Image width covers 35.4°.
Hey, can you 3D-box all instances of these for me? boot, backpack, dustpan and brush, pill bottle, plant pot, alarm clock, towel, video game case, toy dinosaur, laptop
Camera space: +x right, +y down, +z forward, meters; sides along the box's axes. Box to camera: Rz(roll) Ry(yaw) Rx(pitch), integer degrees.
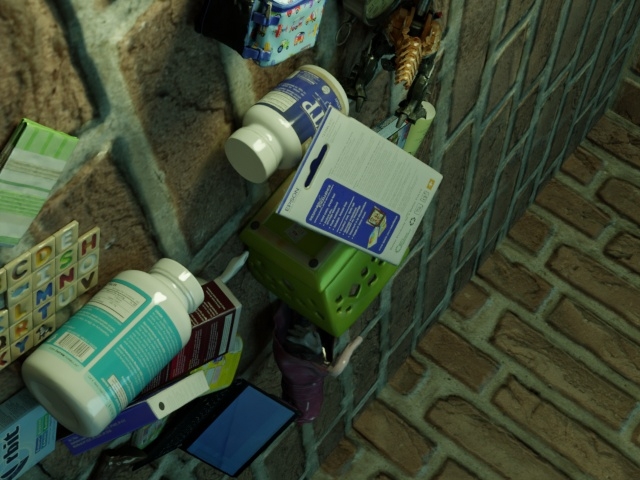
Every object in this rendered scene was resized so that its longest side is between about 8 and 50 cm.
[{"bbox_3d":[-0.389,0.441,1.880,0.106,0.037,0.114,12,110,-48],"label":"boot"},{"bbox_3d":[-0.059,-0.323,1.240,0.158,0.117,0.173,-33,150,-51],"label":"backpack"},{"bbox_3d":[-0.200,0.092,1.708,0.211,0.060,0.147,-56,162,4],"label":"dustpan and brush"},{"bbox_3d":[-0.054,-0.174,1.525,0.186,0.112,0.112,-45,160,-29],"label":"pill bottle"},{"bbox_3d":[0.000,0.000,1.808,0.227,0.228,0.207,-50,154,-14],"label":"plant pot"},{"bbox_3d":[-0.286,0.143,1.437,0.264,0.146,0.146,-46,160,-31],"label":"pill bottle"},{"bbox_3d":[0.076,-0.385,1.551,0.192,0.064,0.129,-57,162,1],"label":"alarm clock"},{"bbox_3d":[-0.345,-0.064,1.140,0.152,0.023,0.113,-58,164,4],"label":"towel"},{"bbox_3d":[-0.275,0.292,1.941,0.212,0.023,0.193,-35,153,-46],"label":"video game case"},{"bbox_3d":[0.129,-0.316,1.648,0.322,0.164,0.218,-37,155,-59],"label":"toy dinosaur"},{"bbox_3d":[-0.210,0.409,2.055,0.234,0.136,0.264,-48,167,20],"label":"laptop"}]

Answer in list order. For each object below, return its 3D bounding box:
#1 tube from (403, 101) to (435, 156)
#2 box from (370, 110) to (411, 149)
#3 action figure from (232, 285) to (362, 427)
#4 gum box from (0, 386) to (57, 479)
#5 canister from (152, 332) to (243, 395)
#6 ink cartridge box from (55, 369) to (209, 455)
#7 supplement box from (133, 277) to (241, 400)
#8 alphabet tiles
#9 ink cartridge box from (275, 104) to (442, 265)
[{"bbox_3d":[0.184,-0.200,2.175,0.070,0.062,0.240,1,141,-19],"label":"tube"},{"bbox_3d":[0.104,-0.141,2.090,0.159,0.044,0.233,-40,157,-40],"label":"box"},{"bbox_3d":[-0.026,0.289,2.207,0.248,0.275,0.370,-45,147,-45],"label":"action figure"},{"bbox_3d":[-0.463,0.303,1.452,0.184,0.041,0.157,-37,155,-42],"label":"gum box"},{"bbox_3d":[-0.222,0.228,1.833,0.170,0.073,0.126,-7,118,-62],"label":"canister"},{"bbox_3d":[-0.316,0.292,1.651,0.206,0.045,0.208,-27,176,29],"label":"ink cartridge box"},{"bbox_3d":[-0.249,0.166,1.615,0.239,0.073,0.130,-25,148,-32],"label":"supplement box"},{"bbox_3d":[-0.380,0.080,1.318,0.237,0.009,0.198,-39,156,-38],"label":"alphabet tiles"},{"bbox_3d":[0.055,-0.083,1.575,0.371,0.069,0.176,22,95,-57],"label":"ink cartridge box"}]
